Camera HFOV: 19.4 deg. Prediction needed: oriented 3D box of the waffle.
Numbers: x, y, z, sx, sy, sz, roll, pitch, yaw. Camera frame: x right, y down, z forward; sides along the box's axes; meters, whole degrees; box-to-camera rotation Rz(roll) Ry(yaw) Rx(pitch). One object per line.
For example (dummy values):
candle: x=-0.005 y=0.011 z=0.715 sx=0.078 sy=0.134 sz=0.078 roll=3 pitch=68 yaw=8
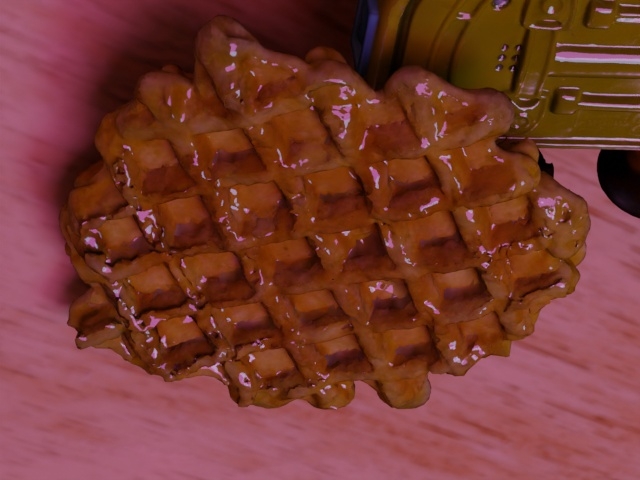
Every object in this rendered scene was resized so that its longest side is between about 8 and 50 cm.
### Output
waffle: x=0.000 y=0.000 z=0.892 sx=0.238 sy=0.058 sz=0.243 roll=24 pitch=134 yaw=-15

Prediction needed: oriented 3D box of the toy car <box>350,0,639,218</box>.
toy car: x=0.136 y=-0.122 z=0.896 sx=0.248 sy=0.142 sz=0.200 roll=4 pitch=138 yaw=-11
